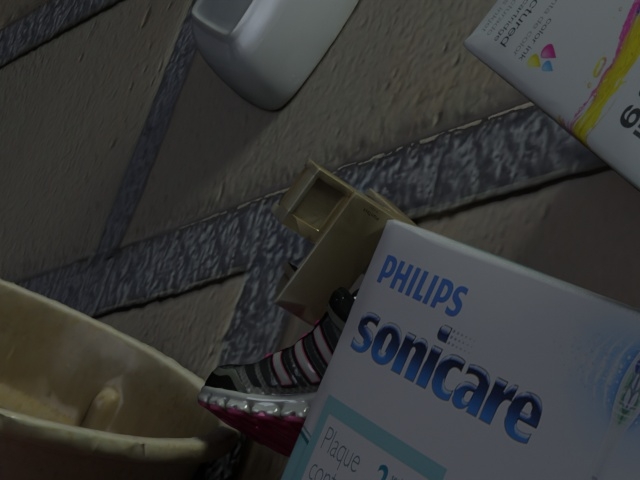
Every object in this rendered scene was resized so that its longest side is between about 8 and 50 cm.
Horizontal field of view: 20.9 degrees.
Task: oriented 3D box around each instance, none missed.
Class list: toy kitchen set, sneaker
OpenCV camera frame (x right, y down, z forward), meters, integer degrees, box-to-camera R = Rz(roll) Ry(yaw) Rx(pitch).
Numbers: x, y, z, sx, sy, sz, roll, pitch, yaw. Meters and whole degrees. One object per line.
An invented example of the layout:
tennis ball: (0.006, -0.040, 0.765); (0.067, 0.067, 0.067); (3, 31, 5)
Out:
toy kitchen set: (0.000, 0.000, 0.886); (0.068, 0.083, 0.075); (-54, 28, 6)
sneaker: (0.009, 0.061, 0.836); (0.170, 0.063, 0.075); (-10, 54, 49)

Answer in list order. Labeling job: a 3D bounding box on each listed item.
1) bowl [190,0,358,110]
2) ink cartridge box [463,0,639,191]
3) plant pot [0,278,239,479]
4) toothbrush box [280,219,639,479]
bowl: (-0.031, -0.164, 1.139); (0.142, 0.053, 0.142); (-57, 27, 5)
ink cartridge box: (0.170, -0.085, 0.690); (0.154, 0.093, 0.212); (-52, 30, 10)
plant pot: (-0.252, 0.178, 0.916); (0.334, 0.334, 0.305); (32, 102, 62)
toothbrush box: (0.062, 0.164, 0.539); (0.216, 0.126, 0.295); (26, 92, 62)
